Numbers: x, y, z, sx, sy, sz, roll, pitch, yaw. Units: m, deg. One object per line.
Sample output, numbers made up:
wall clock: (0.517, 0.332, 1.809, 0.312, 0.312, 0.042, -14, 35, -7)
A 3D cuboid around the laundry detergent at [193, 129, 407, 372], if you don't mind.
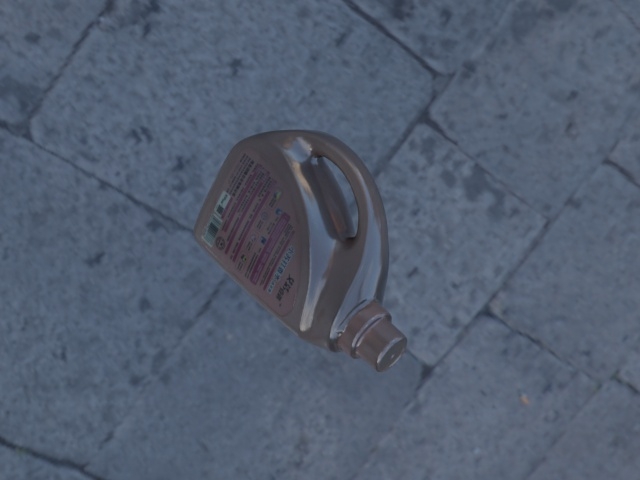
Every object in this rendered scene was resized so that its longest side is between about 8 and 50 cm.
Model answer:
laundry detergent: (0.000, 0.000, 1.072, 0.076, 0.237, 0.171, -5, 129, -53)
